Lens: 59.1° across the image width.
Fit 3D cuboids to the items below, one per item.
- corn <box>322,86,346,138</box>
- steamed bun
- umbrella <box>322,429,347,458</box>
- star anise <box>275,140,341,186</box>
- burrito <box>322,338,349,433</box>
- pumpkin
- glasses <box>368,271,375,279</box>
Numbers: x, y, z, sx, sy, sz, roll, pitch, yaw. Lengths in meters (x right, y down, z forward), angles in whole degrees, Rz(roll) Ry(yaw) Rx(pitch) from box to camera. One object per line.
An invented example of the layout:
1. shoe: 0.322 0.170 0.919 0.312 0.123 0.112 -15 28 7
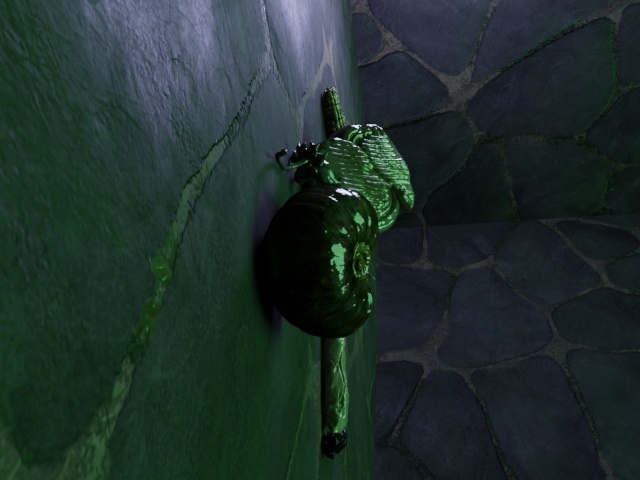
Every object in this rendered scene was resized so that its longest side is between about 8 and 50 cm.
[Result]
1. corn: 0.051 -0.440 2.055 0.080 0.079 0.237 -76 155 -60
2. steamed bun: 0.100 -0.161 1.671 0.324 0.309 0.219 56 -32 3
3. umbrella: 0.051 0.610 1.725 0.235 0.059 0.066 40 72 -75
4. star anise: -0.049 -0.164 1.342 0.227 0.148 0.219 -40 166 -45
5. burrito: 0.048 0.383 1.729 0.117 0.076 0.393 60 28 -70
6. pumpkin: -0.028 0.029 1.166 0.232 0.241 0.325 21 68 -47
7. glasses: 0.093 0.121 1.922 0.206 0.102 0.239 -32 122 -47
